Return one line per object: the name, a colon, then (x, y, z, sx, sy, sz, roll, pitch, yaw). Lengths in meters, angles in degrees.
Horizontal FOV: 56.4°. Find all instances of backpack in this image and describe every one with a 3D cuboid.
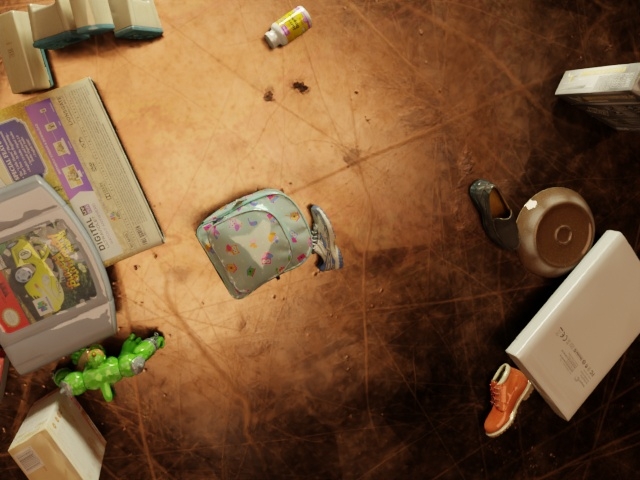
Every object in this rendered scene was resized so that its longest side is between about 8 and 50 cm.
backpack: (-0.110, -0.002, 1.070, 0.188, 0.144, 0.166, -30, 99, -11)

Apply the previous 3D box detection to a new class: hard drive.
hard drive: (0.577, 0.184, 1.289, 0.353, 0.047, 0.233, -46, 112, -9)

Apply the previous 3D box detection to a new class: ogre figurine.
ogre figurine: (-0.375, 0.222, 1.048, 0.196, 0.118, 0.097, 2, 98, -15)

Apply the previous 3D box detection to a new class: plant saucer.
plant saucer: (0.511, -0.014, 1.277, 0.198, 0.036, 0.199, -2, 99, -15)

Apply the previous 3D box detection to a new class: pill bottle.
pill bottle: (-0.059, -0.381, 1.073, 0.083, 0.043, 0.043, -37, 105, -6)

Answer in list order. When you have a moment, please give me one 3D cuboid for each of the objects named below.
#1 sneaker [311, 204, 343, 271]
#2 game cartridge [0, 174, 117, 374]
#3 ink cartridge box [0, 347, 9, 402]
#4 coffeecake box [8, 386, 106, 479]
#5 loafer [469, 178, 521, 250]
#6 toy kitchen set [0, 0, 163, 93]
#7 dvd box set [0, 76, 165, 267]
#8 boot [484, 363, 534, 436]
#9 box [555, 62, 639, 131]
sneaker: (0.000, 0.000, 1.144, 0.058, 0.052, 0.135, -19, 102, -6)
game cartridge: (-0.461, 0.053, 0.974, 0.196, 0.060, 0.294, -25, 106, -13)
ink cartridge box: (-0.615, 0.230, 1.021, 0.135, 0.056, 0.099, 11, 95, -16)
coffeecake box: (-0.439, 0.350, 1.017, 0.068, 0.185, 0.142, -31, 104, -8)
loafer: (0.366, -0.046, 1.221, 0.062, 0.061, 0.170, -38, 106, -7)
toy kitchen set: (-0.391, -0.326, 0.991, 0.207, 0.166, 0.122, -6, 102, 24)
dvd box set: (-0.518, -0.053, 1.000, 0.420, 0.062, 0.308, -25, 104, -10)
boot: (0.388, 0.344, 1.293, 0.084, 0.059, 0.158, 36, 80, -13)
box: (0.600, -0.271, 1.158, 0.183, 0.231, 0.056, 24, 95, -15)
